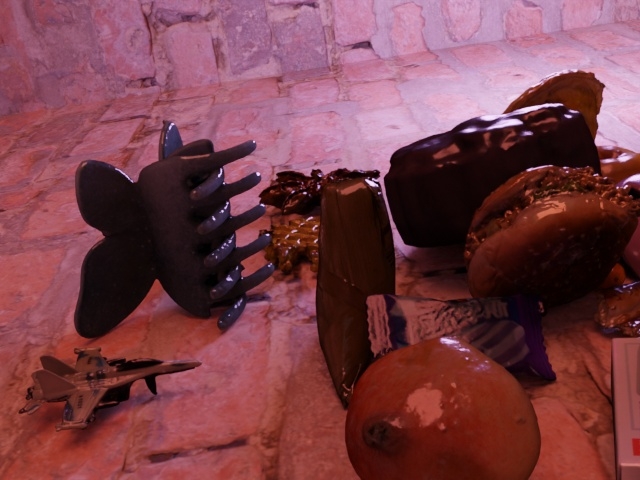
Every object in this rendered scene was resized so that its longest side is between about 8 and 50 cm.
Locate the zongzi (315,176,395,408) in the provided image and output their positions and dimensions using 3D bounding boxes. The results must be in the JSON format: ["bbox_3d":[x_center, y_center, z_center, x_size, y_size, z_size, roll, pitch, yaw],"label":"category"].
[{"bbox_3d":[0.044,0.060,1.219,0.122,0.260,0.289,0,23,11],"label":"zongzi"}]

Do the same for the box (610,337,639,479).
[{"bbox_3d":[0.413,0.214,0.959,0.134,0.079,0.269,-1,25,19],"label":"box"}]

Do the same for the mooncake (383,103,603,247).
[{"bbox_3d":[0.297,-0.113,1.464,0.380,0.212,0.350,-14,10,26],"label":"mooncake"}]

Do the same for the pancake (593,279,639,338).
[{"bbox_3d":[0.529,0.098,1.167,0.265,0.057,0.244,-7,11,13],"label":"pancake"}]

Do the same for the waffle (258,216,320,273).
[{"bbox_3d":[0.000,0.000,1.630,0.231,0.051,0.228,-16,22,-18],"label":"waffle"}]

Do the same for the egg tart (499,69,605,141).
[{"bbox_3d":[0.487,-0.217,1.735,0.318,0.319,0.128,-20,59,-25],"label":"egg tart"}]

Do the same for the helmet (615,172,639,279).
[{"bbox_3d":[0.581,-0.030,1.375,0.198,0.154,0.253,-18,20,-22],"label":"helmet"}]

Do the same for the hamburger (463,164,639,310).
[{"bbox_3d":[0.351,0.005,1.255,0.286,0.243,0.146,-35,46,13],"label":"hamburger"}]

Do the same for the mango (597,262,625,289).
[{"bbox_3d":[0.455,0.057,1.349,0.060,0.046,0.089,-25,15,-37],"label":"mango"}]

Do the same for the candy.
[{"bbox_3d":[0.200,0.134,1.152,0.275,0.070,0.145,1,49,-10],"label":"candy"}]

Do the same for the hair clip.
[{"bbox_3d":[-0.235,-0.024,1.447,0.238,0.319,0.392,9,27,30],"label":"hair clip"}]

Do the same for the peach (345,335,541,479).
[{"bbox_3d":[0.125,0.207,0.909,0.232,0.233,0.232,-7,24,3],"label":"peach"}]

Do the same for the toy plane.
[{"bbox_3d":[-0.307,0.213,1.224,0.261,0.088,0.192,-1,28,-6],"label":"toy plane"}]

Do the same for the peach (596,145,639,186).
[{"bbox_3d":[0.583,-0.132,1.656,0.179,0.103,0.179,-6,26,3],"label":"peach"}]

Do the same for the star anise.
[{"bbox_3d":[0.000,-0.118,1.847,0.288,0.088,0.288,-8,19,3],"label":"star anise"}]
